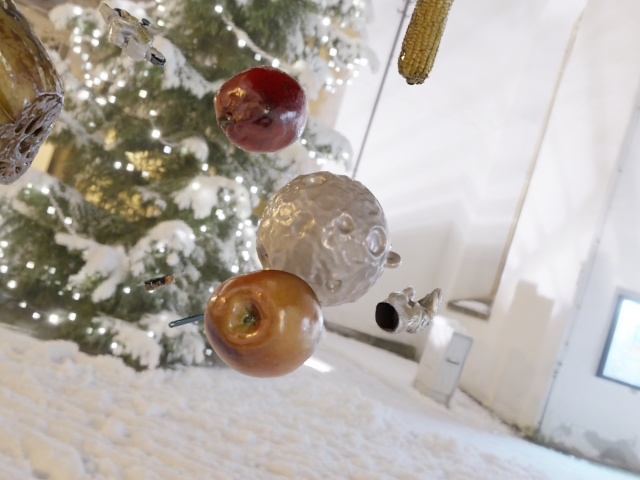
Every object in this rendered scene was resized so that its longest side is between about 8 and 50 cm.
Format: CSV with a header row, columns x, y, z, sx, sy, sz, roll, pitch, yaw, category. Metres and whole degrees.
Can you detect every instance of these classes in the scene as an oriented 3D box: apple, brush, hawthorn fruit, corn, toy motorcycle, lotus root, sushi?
x,y,z,sx,sy,sz,roll,pitch,yaw,category
-0.122,0.170,1.462,0.253,0.253,0.253,17,-3,1,apple
-0.284,0.183,1.664,0.164,0.051,0.014,-14,48,-20,brush
-0.193,-0.389,2.075,0.265,0.265,0.307,15,24,42,hawthorn fruit
0.292,-0.588,1.921,0.115,0.318,0.115,16,17,-5,corn
-0.523,-0.562,1.900,0.228,0.074,0.151,52,29,8,toy motorcycle
-0.523,-0.224,1.018,0.250,0.316,0.316,44,-6,-6,lotus root
-0.428,0.116,1.894,0.126,0.026,0.120,-12,-6,-28,sushi

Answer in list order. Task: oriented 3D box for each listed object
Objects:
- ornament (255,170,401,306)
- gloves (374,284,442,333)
x,y,z,sx,sy,sz,roll,pitch,yaw,category
0.000,0.000,1.691,0.337,0.337,0.337,17,-3,1,ornament
0.208,0.157,1.609,0.229,0.097,0.119,-18,54,-43,gloves
